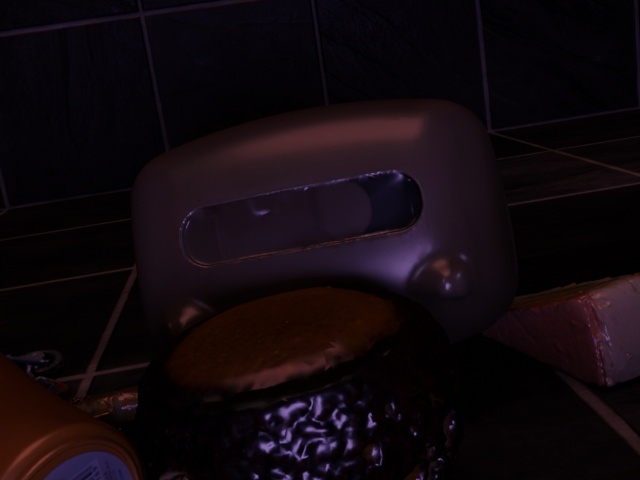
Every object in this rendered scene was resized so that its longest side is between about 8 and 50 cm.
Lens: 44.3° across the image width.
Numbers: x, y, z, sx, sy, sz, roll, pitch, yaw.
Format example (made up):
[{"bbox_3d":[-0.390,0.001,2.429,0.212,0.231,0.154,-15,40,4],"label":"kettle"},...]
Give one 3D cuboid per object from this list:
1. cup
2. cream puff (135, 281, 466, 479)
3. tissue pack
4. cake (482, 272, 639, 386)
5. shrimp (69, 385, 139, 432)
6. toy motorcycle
[{"bbox_3d":[-0.254,0.173,0.608,0.263,0.183,0.226,11,-9,35],"label":"cup"},{"bbox_3d":[-0.011,0.130,0.572,0.238,0.165,0.239,-12,15,3],"label":"cream puff"},{"bbox_3d":[0.000,0.000,0.814,0.386,0.268,0.277,-9,-6,6],"label":"tissue pack"},{"bbox_3d":[0.254,0.071,0.821,0.109,0.090,0.225,-20,15,-20],"label":"cake"},{"bbox_3d":[-0.226,0.168,0.800,0.162,0.045,0.095,-14,15,-14],"label":"shrimp"},{"bbox_3d":[-0.379,0.166,0.853,0.204,0.076,0.114,-11,23,-18],"label":"toy motorcycle"}]
